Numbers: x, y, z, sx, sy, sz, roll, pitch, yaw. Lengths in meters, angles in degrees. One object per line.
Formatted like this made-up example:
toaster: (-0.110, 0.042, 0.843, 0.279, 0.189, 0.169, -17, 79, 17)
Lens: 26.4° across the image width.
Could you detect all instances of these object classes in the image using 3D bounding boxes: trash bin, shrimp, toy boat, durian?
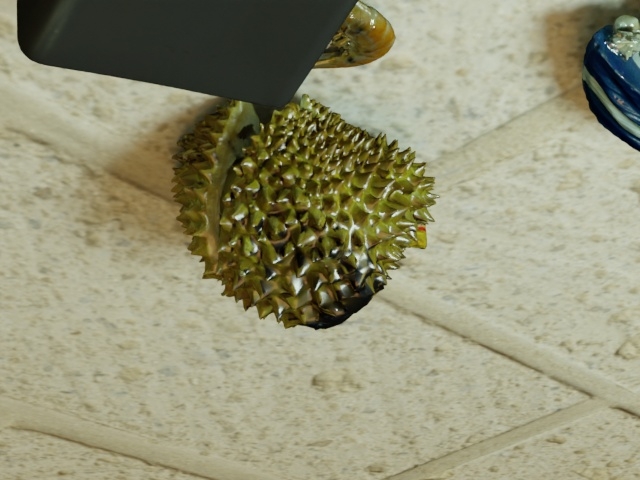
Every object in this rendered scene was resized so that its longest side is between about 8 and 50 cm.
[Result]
trash bin: (-0.045, -0.183, 0.696, 0.165, 0.115, 0.225, 8, 150, -25)
shrimp: (-0.003, -0.138, 0.891, 0.083, 0.023, 0.114, -19, 152, 25)
toy boat: (0.322, -0.113, 0.908, 0.292, 0.070, 0.210, -11, 156, 32)
durian: (0.000, 0.000, 1.016, 0.237, 0.137, 0.193, 16, 143, -36)
